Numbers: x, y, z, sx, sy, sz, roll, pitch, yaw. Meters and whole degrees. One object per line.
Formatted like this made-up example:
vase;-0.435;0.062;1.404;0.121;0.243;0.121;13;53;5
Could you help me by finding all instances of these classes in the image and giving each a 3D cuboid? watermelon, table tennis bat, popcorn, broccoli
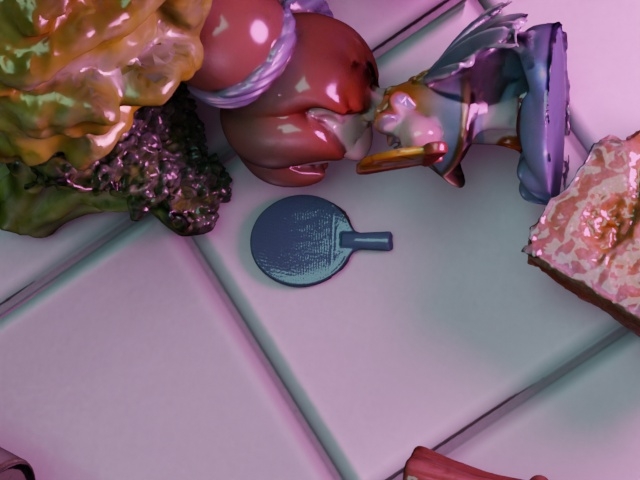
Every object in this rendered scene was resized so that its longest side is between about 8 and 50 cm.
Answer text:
watermelon;0.388;-0.007;1.709;0.302;0.151;0.264;28;83;25
table tennis bat;0.000;0.000;1.862;0.155;0.019;0.100;-1;77;14
popcorn;-0.252;-0.211;1.607;0.312;0.312;0.312;-3;77;12
broccoli;-0.251;-0.103;1.873;0.245;0.248;0.288;-33;81;41

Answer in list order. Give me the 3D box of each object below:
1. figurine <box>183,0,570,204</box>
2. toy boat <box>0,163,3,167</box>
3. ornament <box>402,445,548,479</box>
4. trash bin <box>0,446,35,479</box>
figurine;0.051;-0.162;1.777;0.388;0.276;0.248;2;102;15
toy boat;-0.460;-0.102;1.925;0.276;0.111;0.293;-35;102;-20
ornament;0.179;0.322;1.665;0.218;0.235;0.221;5;103;10
trash bin;-0.539;0.249;1.797;0.432;0.280;0.280;23;83;13
